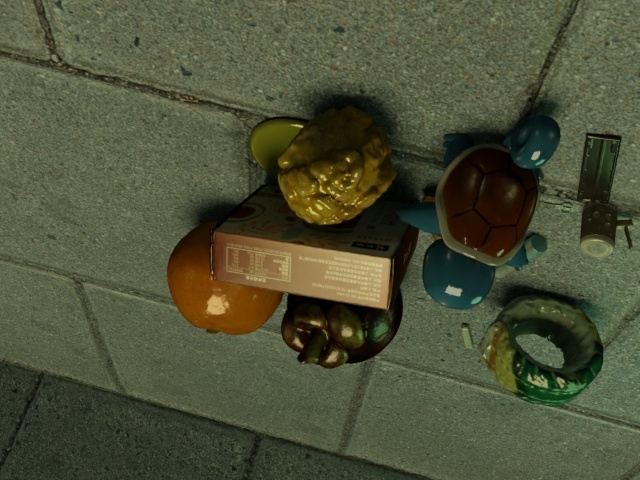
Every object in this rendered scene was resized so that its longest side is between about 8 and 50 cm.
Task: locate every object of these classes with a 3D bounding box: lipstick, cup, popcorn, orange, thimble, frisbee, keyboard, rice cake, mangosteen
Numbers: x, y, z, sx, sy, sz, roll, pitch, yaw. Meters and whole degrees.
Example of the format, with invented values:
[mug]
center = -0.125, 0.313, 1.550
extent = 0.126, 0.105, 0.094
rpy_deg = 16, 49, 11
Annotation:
[lipstick]
center = 0.461, 0.039, 1.904
extent = 0.048, 0.048, 0.158
rpy_deg = 25, 147, -13
[cup]
center = 0.594, -0.015, 1.710
extent = 0.102, 0.099, 0.074
rpy_deg = 24, 148, -11
[popcorn]
center = 0.038, -0.150, 1.626
extent = 0.250, 0.250, 0.190
rpy_deg = 4, 158, 20
[orange]
center = -0.241, 0.096, 2.089
extent = 0.312, 0.312, 0.312
rpy_deg = 12, 148, 8
[thimble]
center = 0.544, 0.270, 2.025
extent = 0.288, 0.254, 0.167
rpy_deg = 15, 147, 5
[frisbee]
center = -0.048, -0.190, 1.819
extent = 0.235, 0.017, 0.236
rpy_deg = 12, 148, 7
[keyboard]
center = 0.553, -0.139, 1.622
extent = 0.067, 0.011, 0.202
rpy_deg = 8, 147, 17
[rice cake]
center = 0.416, 0.272, 2.310
extent = 0.022, 0.022, 0.121
rpy_deg = -1, 146, 18
[mangosteen]
center = 0.044, 0.183, 2.040
extent = 0.306, 0.347, 0.307
rpy_deg = 14, 123, 23

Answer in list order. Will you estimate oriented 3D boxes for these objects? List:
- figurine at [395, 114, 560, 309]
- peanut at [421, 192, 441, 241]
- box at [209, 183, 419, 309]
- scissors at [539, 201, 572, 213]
[figurine]
center = 0.336, -0.067, 1.614
extent = 0.297, 0.243, 0.416
rpy_deg = 21, 108, -16
[peanut]
center = 0.283, -0.039, 1.841
extent = 0.089, 0.089, 0.193
rpy_deg = -4, 138, 29
[box]
center = 0.000, 0.000, 1.782
extent = 0.385, 0.344, 0.122
rpy_deg = 9, 112, 13
[scissors]
center = 0.498, -0.075, 1.751
extent = 0.083, 0.006, 0.036
rpy_deg = 12, 146, 8
